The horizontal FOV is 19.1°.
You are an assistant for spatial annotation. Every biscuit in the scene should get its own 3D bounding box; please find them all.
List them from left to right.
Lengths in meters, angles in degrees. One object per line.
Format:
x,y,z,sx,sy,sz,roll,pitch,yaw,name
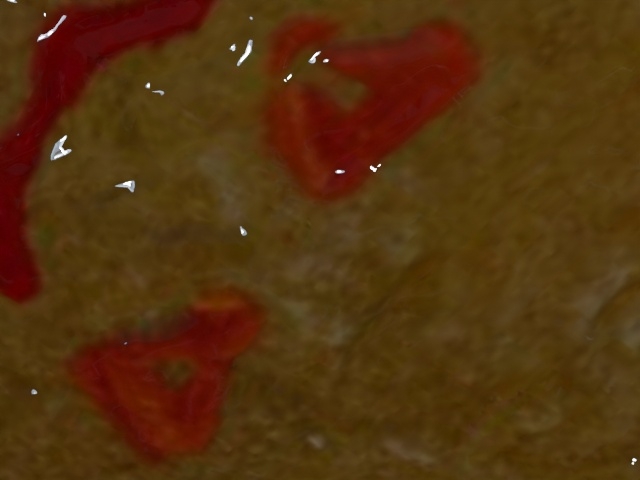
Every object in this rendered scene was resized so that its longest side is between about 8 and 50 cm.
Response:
0.000,0.001,0.494,0.257,0.273,0.049,26,-151,-15,biscuit
